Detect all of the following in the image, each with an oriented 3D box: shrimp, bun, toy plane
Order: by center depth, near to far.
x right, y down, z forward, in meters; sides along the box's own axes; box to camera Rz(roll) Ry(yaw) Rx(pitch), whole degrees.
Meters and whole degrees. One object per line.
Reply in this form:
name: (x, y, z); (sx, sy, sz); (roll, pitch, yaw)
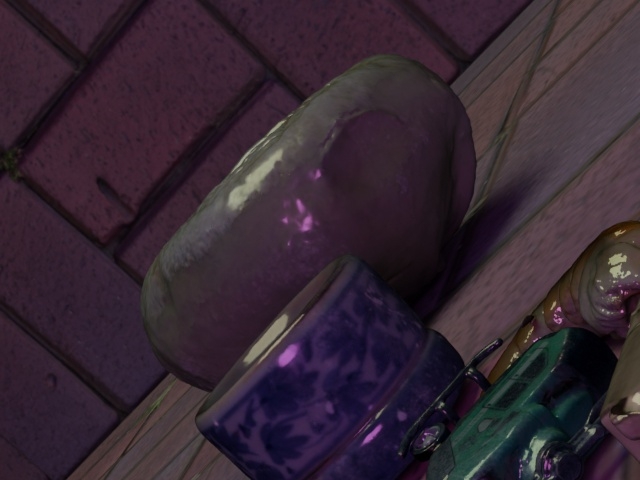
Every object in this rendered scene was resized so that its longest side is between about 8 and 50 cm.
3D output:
toy plane: (0.072, 0.111, 0.682); (0.235, 0.060, 0.096); (-45, 17, -21)
shrimp: (0.112, 0.060, 0.776); (0.166, 0.049, 0.161); (-49, 2, -5)
bun: (0.000, 0.000, 1.371); (0.354, 0.194, 0.354); (-47, 2, 2)

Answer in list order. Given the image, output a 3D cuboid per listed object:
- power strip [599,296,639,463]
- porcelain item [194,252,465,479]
power strip: (0.166, 0.015, 0.604); (0.093, 0.053, 0.288); (-43, 7, 34)
porcelain item: (0.009, 0.095, 0.970); (0.147, 0.114, 0.147); (-46, 3, 3)
